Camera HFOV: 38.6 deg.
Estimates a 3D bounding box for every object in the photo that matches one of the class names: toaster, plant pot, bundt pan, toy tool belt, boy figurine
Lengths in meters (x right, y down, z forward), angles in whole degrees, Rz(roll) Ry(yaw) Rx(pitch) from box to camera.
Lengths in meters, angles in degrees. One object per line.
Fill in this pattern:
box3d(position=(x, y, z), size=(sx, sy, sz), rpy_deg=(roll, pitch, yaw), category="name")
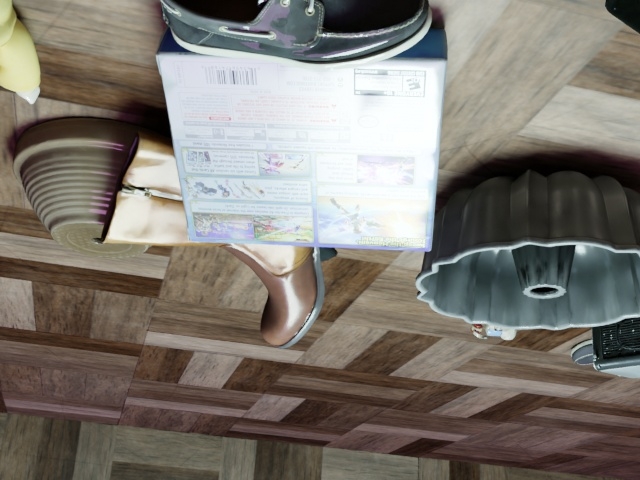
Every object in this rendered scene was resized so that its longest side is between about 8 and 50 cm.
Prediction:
box3d(position=(0.489, 0.102, 1.314), size=(0.110, 0.168, 0.185), rpy_deg=(19, 155, -38), category="toaster")
box3d(position=(-0.267, -0.049, 1.142), size=(0.237, 0.110, 0.237), rpy_deg=(3, 157, 1), category="plant pot")
box3d(position=(0.287, 0.010, 1.176), size=(0.330, 0.124, 0.331), rpy_deg=(4, 157, 2), category="bundt pan")
box3d(position=(0.308, 0.141, 1.601), size=(0.083, 0.052, 0.051), rpy_deg=(4, 127, -8), category="toy tool belt")
box3d(position=(-0.346, -0.177, 0.868), size=(0.177, 0.092, 0.285), rpy_deg=(21, 155, -30), category="boy figurine")

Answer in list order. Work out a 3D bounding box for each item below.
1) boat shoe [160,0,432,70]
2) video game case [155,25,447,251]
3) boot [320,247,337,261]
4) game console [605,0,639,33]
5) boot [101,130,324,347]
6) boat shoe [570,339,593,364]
box3d(position=(-0.023, -0.198, 0.773), size=(0.233, 0.084, 0.079), rpy_deg=(4, 158, 7), category="boat shoe")
box3d(position=(-0.014, -0.099, 0.931), size=(0.269, 0.061, 0.244), rpy_deg=(3, 134, 4), category="video game case")
box3d(position=(0.000, 0.001, 1.301), size=(0.121, 0.045, 0.099), rpy_deg=(3, 156, 20), category="boot")
box3d(position=(0.319, -0.220, 0.760), size=(0.107, 0.071, 0.122), rpy_deg=(35, 155, 2), category="game console")
box3d(position=(-0.121, 0.012, 1.106), size=(0.280, 0.096, 0.264), rpy_deg=(6, 124, -26), category="boot")
box3d(position=(0.560, 0.218, 1.712), size=(0.075, 0.065, 0.206), rpy_deg=(22, 152, -38), category="boat shoe")
